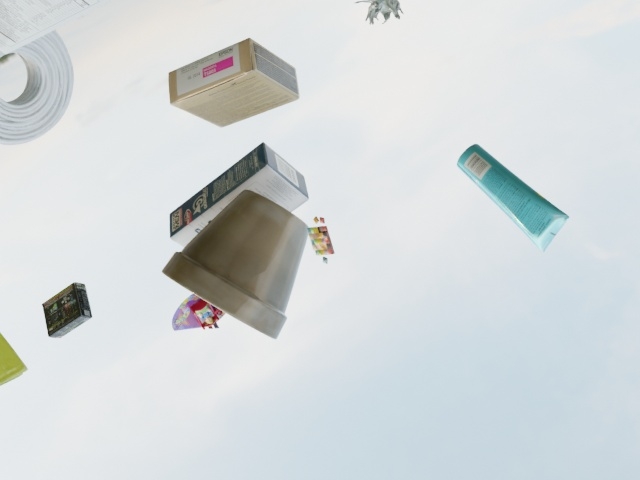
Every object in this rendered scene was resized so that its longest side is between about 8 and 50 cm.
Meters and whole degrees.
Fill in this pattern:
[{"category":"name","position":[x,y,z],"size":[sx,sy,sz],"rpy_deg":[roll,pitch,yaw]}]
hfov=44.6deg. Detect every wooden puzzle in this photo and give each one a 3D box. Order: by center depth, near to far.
[{"category":"wooden puzzle","position":[0.000,0.000,1.305],"size":[0.006,0.083,0.049],"rpy_deg":[-23,-170,-36]}]

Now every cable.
[{"category":"cable","position":[-0.589,-0.308,1.463],"size":[0.089,0.257,0.257],"rpy_deg":[20,-147,37]}]

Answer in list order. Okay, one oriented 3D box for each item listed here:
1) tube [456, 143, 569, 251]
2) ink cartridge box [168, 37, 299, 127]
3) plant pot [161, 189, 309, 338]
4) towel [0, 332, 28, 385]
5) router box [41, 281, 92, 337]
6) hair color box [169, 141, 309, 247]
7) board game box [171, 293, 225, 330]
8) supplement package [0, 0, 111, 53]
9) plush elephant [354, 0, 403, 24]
[{"category":"tube","position":[0.313,-0.077,1.287],"size":[0.052,0.080,0.207],"rpy_deg":[-21,-123,-35]},{"category":"ink cartridge box","position":[-0.196,-0.353,1.780],"size":[0.235,0.088,0.193],"rpy_deg":[-14,163,27]},{"category":"plant pot","position":[-0.177,0.041,1.898],"size":[0.323,0.323,0.280],"rpy_deg":[19,-103,58]},{"category":"towel","position":[-0.523,0.112,1.114],"size":[0.021,0.237,0.102],"rpy_deg":[-40,178,16]},{"category":"router box","position":[-0.611,0.169,1.879],"size":[0.122,0.038,0.092],"rpy_deg":[-30,-115,22]},{"category":"hair color box","position":[-0.220,-0.090,2.069],"size":[0.347,0.174,0.105],"rpy_deg":[-34,-139,20]},{"category":"board game box","position":[-0.267,0.172,1.842],"size":[0.169,0.133,0.033],"rpy_deg":[-1,-138,-49]},{"category":"supplement package","position":[-0.330,-0.387,0.891],"size":[0.263,0.198,0.199],"rpy_deg":[-19,-116,19]},{"category":"plush elephant","position":[0.047,-0.550,1.307],"size":[0.272,0.255,0.330],"rpy_deg":[-21,-132,21]}]
